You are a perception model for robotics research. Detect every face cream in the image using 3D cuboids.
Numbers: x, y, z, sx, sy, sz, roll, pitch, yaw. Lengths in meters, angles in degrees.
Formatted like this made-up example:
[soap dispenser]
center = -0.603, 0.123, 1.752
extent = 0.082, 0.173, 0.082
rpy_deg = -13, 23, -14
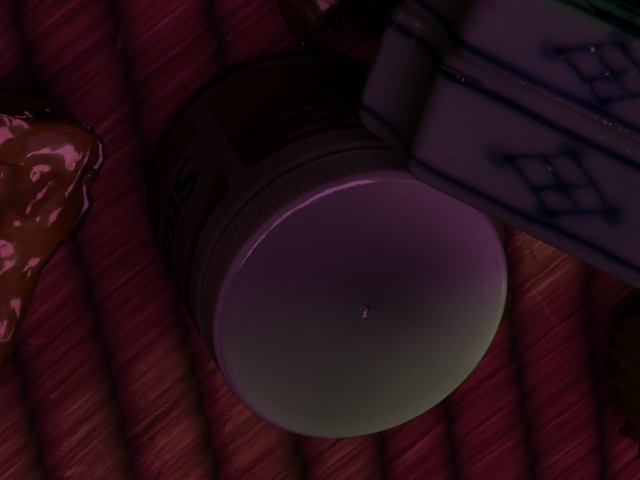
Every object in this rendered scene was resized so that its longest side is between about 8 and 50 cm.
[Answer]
[face cream]
center = 0.000, 0.000, 1.307
extent = 0.201, 0.187, 0.201
rpy_deg = -9, 122, -15

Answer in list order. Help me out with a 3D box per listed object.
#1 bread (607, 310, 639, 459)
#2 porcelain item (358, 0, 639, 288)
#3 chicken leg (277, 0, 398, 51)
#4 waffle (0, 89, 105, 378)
[bread]
center = 0.414, 0.103, 1.547
extent = 0.388, 0.183, 0.236
rpy_deg = 3, 102, -15
[porcelain item]
center = 0.187, -0.099, 1.233
extent = 0.281, 0.286, 0.157
rpy_deg = 28, 113, 9
[chicken leg]
center = -0.076, -0.244, 1.166
extent = 0.211, 0.140, 0.361
rpy_deg = -32, 122, -10
[waffle]
center = -0.344, 0.007, 1.254
extent = 0.348, 0.077, 0.304
rpy_deg = 13, 113, -26
